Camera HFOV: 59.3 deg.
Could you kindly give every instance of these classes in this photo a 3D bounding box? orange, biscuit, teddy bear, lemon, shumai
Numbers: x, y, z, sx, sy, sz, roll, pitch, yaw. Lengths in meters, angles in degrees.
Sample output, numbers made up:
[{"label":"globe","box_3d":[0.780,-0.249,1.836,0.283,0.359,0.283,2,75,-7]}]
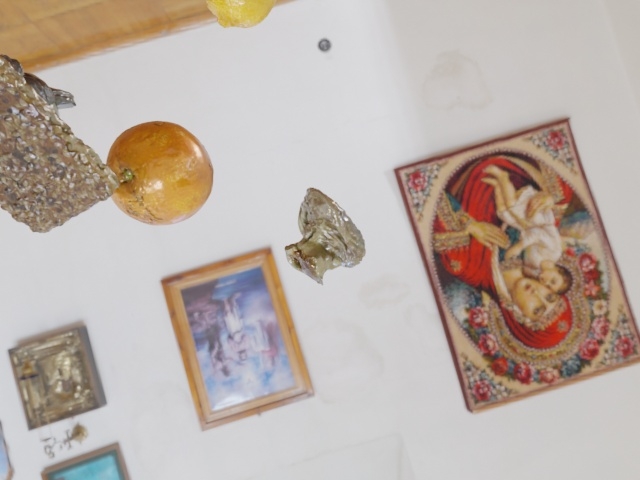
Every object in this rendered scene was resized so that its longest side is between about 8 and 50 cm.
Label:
[{"label":"orange","box_3d":[-0.373,-0.155,1.311,0.246,0.246,0.246,-15,175,-1]},{"label":"biscuit","box_3d":[-0.304,-0.107,0.504,0.131,0.237,0.026,-23,-147,25]},{"label":"teddy bear","box_3d":[-0.509,-0.193,0.997,0.144,0.250,0.171,-2,-165,18]},{"label":"lemon","box_3d":[-0.148,-0.498,1.082,0.142,0.187,0.142,19,-172,-3]},{"label":"shumai","box_3d":[0.000,0.000,1.130,0.153,0.161,0.209,-48,153,-11]}]
